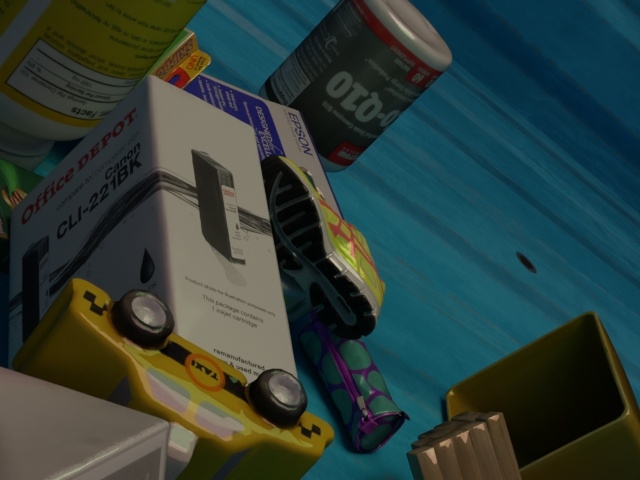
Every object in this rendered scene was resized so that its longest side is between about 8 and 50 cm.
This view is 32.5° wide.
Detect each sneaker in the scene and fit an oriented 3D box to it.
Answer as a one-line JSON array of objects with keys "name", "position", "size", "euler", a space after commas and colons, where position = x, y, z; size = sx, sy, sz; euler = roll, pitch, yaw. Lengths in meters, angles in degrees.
[{"name": "sneaker", "position": [0.000, 0.000, 1.148], "size": [0.208, 0.081, 0.094], "euler": [60, 31, -8]}]

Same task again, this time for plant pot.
[{"name": "plant pot", "position": [0.289, 0.249, 1.274], "size": [0.187, 0.212, 0.212], "euler": [52, 19, -21]}]

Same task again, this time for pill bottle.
[{"name": "pill bottle", "position": [-0.227, -0.213, 0.983], "size": [0.188, 0.334, 0.188], "euler": [37, 24, -19]}, {"name": "pill bottle", "position": [0.022, -0.193, 1.447], "size": [0.161, 0.283, 0.161], "euler": [37, 23, -19]}]

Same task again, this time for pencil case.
[{"name": "pencil case", "position": [0.033, 0.146, 1.165], "size": [0.151, 0.064, 0.070], "euler": [59, 2, 33]}]

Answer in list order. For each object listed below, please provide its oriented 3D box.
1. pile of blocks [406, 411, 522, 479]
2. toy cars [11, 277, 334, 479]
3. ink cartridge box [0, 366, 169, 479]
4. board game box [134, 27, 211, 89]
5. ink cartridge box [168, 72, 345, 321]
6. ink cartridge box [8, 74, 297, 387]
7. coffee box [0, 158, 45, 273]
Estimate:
[{"name": "pile of blocks", "position": [0.194, 0.326, 1.117], "size": [0.362, 0.149, 0.113], "euler": [50, -22, -12]}, {"name": "toy cars", "position": [-0.065, 0.198, 0.683], "size": [0.087, 0.176, 0.393], "euler": [-80, 157, -57]}, {"name": "ink cartridge box", "position": [-0.258, 0.119, 0.499], "size": [0.261, 0.066, 0.296], "euler": [12, 13, 24]}, {"name": "board game box", "position": [-0.249, -0.217, 1.150], "size": [0.259, 0.124, 0.039], "euler": [33, -24, 18]}, {"name": "ink cartridge box", "position": [-0.104, -0.058, 1.213], "size": [0.307, 0.072, 0.303], "euler": [19, 41, -45]}, {"name": "ink cartridge box", "position": [-0.135, 0.042, 0.824], "size": [0.114, 0.197, 0.273], "euler": [27, 37, -37]}, {"name": "coffee box", "position": [-0.265, -0.019, 0.964], "size": [0.184, 0.040, 0.113], "euler": [26, 29, -39]}]
